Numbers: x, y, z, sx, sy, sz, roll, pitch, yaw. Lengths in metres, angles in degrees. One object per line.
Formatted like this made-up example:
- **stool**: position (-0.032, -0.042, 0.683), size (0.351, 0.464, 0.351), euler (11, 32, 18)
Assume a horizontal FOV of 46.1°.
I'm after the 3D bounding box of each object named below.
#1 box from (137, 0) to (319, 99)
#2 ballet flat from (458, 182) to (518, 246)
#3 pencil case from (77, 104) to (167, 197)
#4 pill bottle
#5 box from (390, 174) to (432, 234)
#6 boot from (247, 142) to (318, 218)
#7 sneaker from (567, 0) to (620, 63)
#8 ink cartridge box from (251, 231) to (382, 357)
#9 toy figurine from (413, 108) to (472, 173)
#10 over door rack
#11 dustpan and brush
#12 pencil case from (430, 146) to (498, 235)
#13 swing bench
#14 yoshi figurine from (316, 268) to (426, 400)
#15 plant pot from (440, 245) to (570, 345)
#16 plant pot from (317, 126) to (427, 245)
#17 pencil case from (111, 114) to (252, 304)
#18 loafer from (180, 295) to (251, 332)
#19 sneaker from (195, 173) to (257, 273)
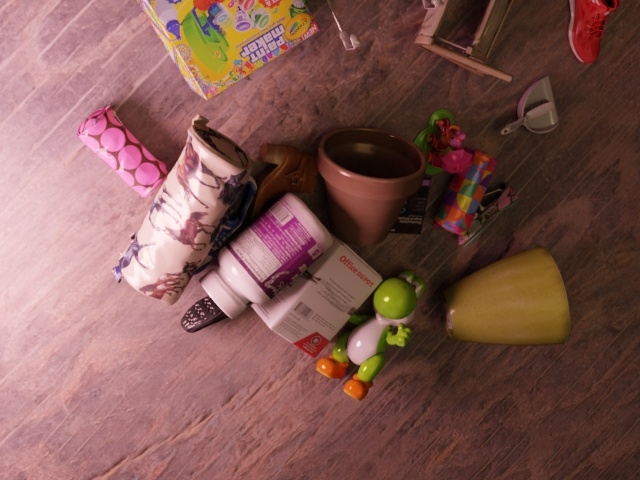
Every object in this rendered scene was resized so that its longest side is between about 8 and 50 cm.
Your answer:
- **box**: position (-0.208, -0.500, 1.592), size (0.290, 0.177, 0.279), euler (-34, 117, -7)
- **ballet flat**: position (0.441, -0.079, 2.049), size (0.221, 0.077, 0.079), euler (-40, 99, -10)
- **pencil case**: position (-0.430, -0.196, 1.658), size (0.098, 0.095, 0.209), euler (-44, 119, -3)
- **pill bottle**: position (-0.131, 0.042, 1.762), size (0.301, 0.169, 0.169), euler (-41, 117, -4)
- **box**: position (0.224, -0.096, 1.977), size (0.116, 0.029, 0.162), euler (2, 108, -22)
- **boot**: position (-0.090, -0.131, 1.823), size (0.153, 0.073, 0.197), euler (12, 106, -28)
- **sneaker**: position (0.710, -0.564, 1.948), size (0.087, 0.128, 0.221), euler (-24, 113, -11)
- **ink cartridge box**: position (-0.005, 0.130, 1.892), size (0.273, 0.114, 0.197), euler (-48, 133, 1)
- **toy figurine**: position (0.329, -0.236, 1.897), size (0.130, 0.159, 0.173), euler (8, 104, -23)
- **over door rack**: position (0.086, -0.610, 1.690), size (0.240, 0.108, 0.324), euler (-30, 95, -9)
- **dustpan and brush**: position (0.555, -0.334, 2.005), size (0.211, 0.060, 0.147), euler (-27, 115, -11)
- **pencil case**: position (0.378, -0.127, 1.987), size (0.105, 0.104, 0.236), euler (22, 99, -26)
- **swing bench**: position (0.372, -0.551, 1.809), size (0.255, 0.165, 0.253), euler (19, 101, -20)
- **yoshi figurine**: position (0.141, 0.228, 1.968), size (0.204, 0.203, 0.362), euler (34, 91, -20)
- **plant pot**: position (0.488, 0.177, 2.061), size (0.294, 0.274, 0.274), euler (-11, 112, -2)
- **plant pot**: position (0.108, -0.119, 1.826), size (0.263, 0.263, 0.229), euler (-4, 128, -20)
- **pencil case**: position (-0.301, -0.062, 1.649), size (0.184, 0.160, 0.410), euler (37, 111, 11)
- **loafer**: position (-0.239, 0.165, 1.860), size (0.223, 0.076, 0.078), euler (-32, 140, -12)
- **sneaker**: position (-0.250, -0.042, 1.757), size (0.112, 0.131, 0.296), euler (23, 100, -28)
